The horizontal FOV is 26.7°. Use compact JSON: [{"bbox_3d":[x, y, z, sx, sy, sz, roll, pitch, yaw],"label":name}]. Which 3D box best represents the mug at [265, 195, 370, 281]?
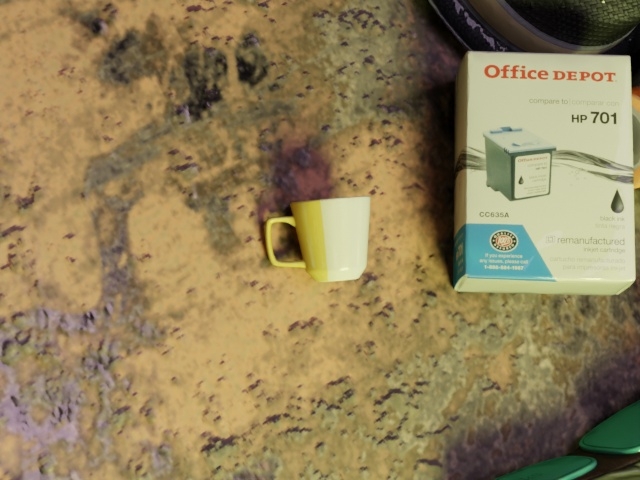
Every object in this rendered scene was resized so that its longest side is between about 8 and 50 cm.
[{"bbox_3d":[0.003,0.000,1.052,0.062,0.078,0.064,-8,94,-64],"label":"mug"}]

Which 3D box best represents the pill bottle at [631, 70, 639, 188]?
[{"bbox_3d":[0.360,-0.107,1.232,0.246,0.130,0.130,-11,86,-31],"label":"pill bottle"}]

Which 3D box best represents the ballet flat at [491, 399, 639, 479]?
[{"bbox_3d":[0.236,0.206,1.124,0.280,0.095,0.096,-20,101,-26],"label":"ballet flat"}]

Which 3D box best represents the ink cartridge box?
[{"bbox_3d":[0.182,-0.054,1.114,0.140,0.082,0.190,1,80,0],"label":"ink cartridge box"}]

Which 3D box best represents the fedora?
[{"bbox_3d":[0.223,-0.292,1.175,0.334,0.152,0.334,6,77,-29],"label":"fedora"}]
